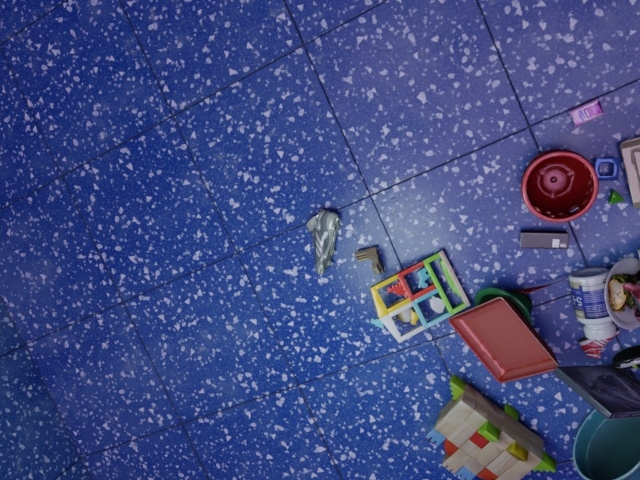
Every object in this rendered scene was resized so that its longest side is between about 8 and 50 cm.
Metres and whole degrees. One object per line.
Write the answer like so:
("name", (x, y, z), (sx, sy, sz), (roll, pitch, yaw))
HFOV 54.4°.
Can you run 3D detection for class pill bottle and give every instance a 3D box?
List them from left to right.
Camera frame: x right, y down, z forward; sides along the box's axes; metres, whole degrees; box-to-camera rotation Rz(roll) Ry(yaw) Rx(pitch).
("pill bottle", (0.774, 0.178, 1.754), (0.112, 0.112, 0.186), (-11, 97, 18))

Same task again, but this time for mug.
("mug", (0.258, 0.221, 1.948), (0.078, 0.062, 0.064), (-13, 109, 46))

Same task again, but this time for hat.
("hat", (0.596, 0.169, 1.853), (0.209, 0.183, 0.173), (25, 139, 35))

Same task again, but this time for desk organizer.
("desk organizer", (0.641, -0.004, 1.787), (0.130, 0.050, 0.047), (2, 102, 16))

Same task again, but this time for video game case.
("video game case", (0.794, 0.405, 1.683), (0.274, 0.196, 0.026), (6, 113, -30))

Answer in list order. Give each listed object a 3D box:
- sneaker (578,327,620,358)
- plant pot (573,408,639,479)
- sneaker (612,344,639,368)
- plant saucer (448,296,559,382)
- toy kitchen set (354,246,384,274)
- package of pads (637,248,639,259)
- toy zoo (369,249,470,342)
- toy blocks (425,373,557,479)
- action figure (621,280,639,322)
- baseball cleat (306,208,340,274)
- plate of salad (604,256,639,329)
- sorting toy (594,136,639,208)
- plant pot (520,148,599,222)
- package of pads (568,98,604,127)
("sneaker", (0.819, 0.300, 1.805), (0.118, 0.042, 0.067), (-27, 89, 27))
("plant pot", (0.906, 0.624, 1.746), (0.255, 0.271, 0.271), (37, 110, -9))
("sneaker", (0.954, 0.346, 1.754), (0.235, 0.084, 0.097), (-17, 98, 19))
("plant saucer", (0.537, 0.286, 1.823), (0.258, 0.048, 0.259), (50, 148, 1))
("toy kitchen set", (0.154, 0.079, 1.940), (0.075, 0.083, 0.068), (-14, 139, 19))
("package of pads", (1.021, 0.103, 1.663), (0.229, 0.101, 0.296), (-31, 99, 20))
("toy zoo", (0.282, 0.180, 1.889), (0.293, 0.030, 0.192), (-27, 93, -1))
("toy blocks", (0.484, 0.632, 1.920), (0.381, 0.191, 0.261), (37, 120, 5))
("action figure", (0.925, 0.205, 1.592), (0.370, 0.248, 0.275), (27, 138, 1))
("baseball cleat", (0.000, 0.000, 1.974), (0.109, 0.072, 0.205), (22, 103, 25))
("plate of salad", (0.857, 0.145, 1.703), (0.200, 0.048, 0.199), (1, 87, -25))
("sorting toy", (0.917, -0.199, 1.669), (0.348, 0.047, 0.196), (-14, 101, 18))
("plant pot", (0.642, -0.154, 1.689), (0.191, 0.174, 0.191), (3, 102, 15))
("package of pads", (0.725, -0.347, 1.699), (0.083, 0.032, 0.050), (-23, 97, 19))
